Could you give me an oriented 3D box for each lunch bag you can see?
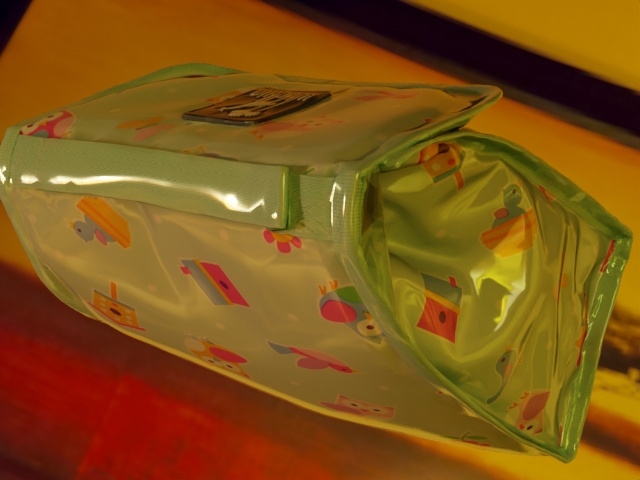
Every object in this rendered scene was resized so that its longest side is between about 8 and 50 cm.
[{"bbox_3d":[0.000,0.000,0.643,0.223,0.160,0.262,11,-11,37],"label":"lunch bag"}]
